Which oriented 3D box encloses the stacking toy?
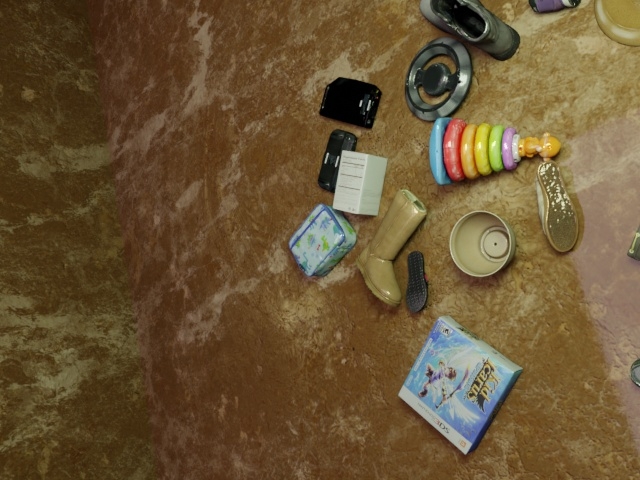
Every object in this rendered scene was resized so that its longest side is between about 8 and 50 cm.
[{"bbox_3d":[0.440,-0.230,1.391,0.301,0.165,0.175,1,99,31],"label":"stacking toy"}]

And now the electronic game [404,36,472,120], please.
[{"bbox_3d":[0.325,-0.449,1.552,0.229,0.048,0.230,-4,85,50],"label":"electronic game"}]

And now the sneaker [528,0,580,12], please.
[{"bbox_3d":[0.549,-0.693,1.325,0.124,0.107,0.284,6,93,48],"label":"sneaker"}]

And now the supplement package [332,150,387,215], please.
[{"bbox_3d":[0.120,-0.174,1.691,0.105,0.105,0.180,16,99,41],"label":"supplement package"}]

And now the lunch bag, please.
[{"bbox_3d":[0.000,0.000,1.809,0.219,0.090,0.176,-48,57,29],"label":"lunch bag"}]

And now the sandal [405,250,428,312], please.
[{"bbox_3d":[0.281,0.119,1.589,0.067,0.040,0.179,-11,67,36],"label":"sandal"}]

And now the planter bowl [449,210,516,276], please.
[{"bbox_3d":[0.425,0.010,1.407,0.162,0.109,0.162,-2,86,42],"label":"planter bowl"}]

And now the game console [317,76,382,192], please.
[{"bbox_3d":[0.064,-0.337,1.791,0.213,0.043,0.362,27,106,41],"label":"game console"}]

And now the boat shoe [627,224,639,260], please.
[{"bbox_3d":[0.709,-0.064,1.171,0.068,0.081,0.228,18,103,37],"label":"boat shoe"}]

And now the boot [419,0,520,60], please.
[{"bbox_3d":[0.343,-0.591,1.423,0.338,0.222,0.118,43,117,34],"label":"boot"}]

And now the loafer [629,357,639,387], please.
[{"bbox_3d":[0.760,0.295,1.112,0.267,0.084,0.096,10,96,42],"label":"loafer"}]

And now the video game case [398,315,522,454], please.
[{"bbox_3d":[0.364,0.381,1.485,0.244,0.061,0.270,36,112,36],"label":"video game case"}]

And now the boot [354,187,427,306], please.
[{"bbox_3d":[0.219,0.018,1.592,0.270,0.089,0.236,-58,44,24],"label":"boot"}]

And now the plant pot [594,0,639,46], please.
[{"bbox_3d":[0.718,-0.547,1.212,0.236,0.032,0.237,-1,89,42],"label":"plant pot"}]

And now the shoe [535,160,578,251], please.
[{"bbox_3d":[0.562,-0.081,1.329,0.076,0.058,0.219,-9,86,10],"label":"shoe"}]
